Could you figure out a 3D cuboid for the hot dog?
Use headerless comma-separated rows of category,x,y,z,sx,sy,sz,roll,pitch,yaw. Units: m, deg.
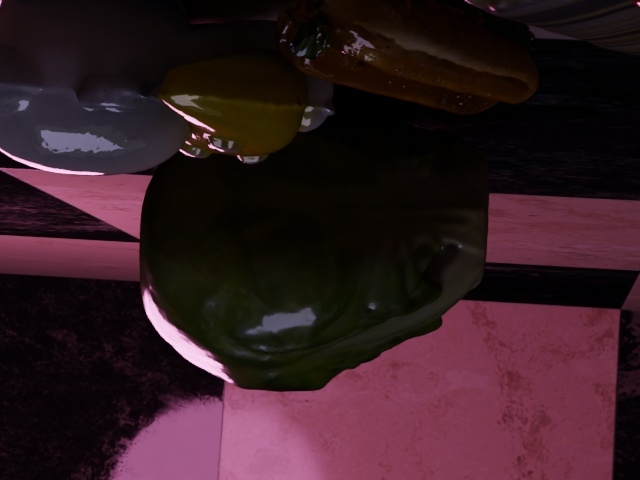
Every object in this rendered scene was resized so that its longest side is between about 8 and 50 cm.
hot dog,0.048,-0.106,0.951,0.072,0.055,0.188,-6,169,42

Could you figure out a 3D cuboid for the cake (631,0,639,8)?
cake,0.183,-0.131,0.706,0.220,0.117,0.086,39,162,-11

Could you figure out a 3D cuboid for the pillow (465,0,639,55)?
pillow,0.177,-0.115,0.872,0.203,0.038,0.113,9,169,-43

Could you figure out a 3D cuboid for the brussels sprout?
brussels sprout,0.000,0.000,1.307,0.271,0.210,0.219,-6,153,-10

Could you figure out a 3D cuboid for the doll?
doll,-0.115,-0.091,0.972,0.252,0.111,0.237,5,-170,-15
